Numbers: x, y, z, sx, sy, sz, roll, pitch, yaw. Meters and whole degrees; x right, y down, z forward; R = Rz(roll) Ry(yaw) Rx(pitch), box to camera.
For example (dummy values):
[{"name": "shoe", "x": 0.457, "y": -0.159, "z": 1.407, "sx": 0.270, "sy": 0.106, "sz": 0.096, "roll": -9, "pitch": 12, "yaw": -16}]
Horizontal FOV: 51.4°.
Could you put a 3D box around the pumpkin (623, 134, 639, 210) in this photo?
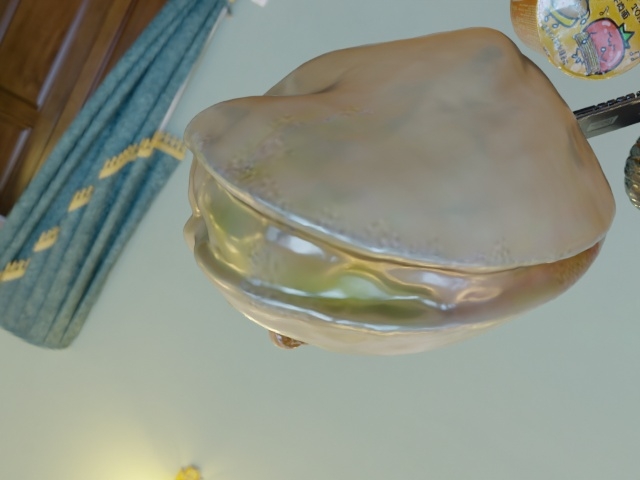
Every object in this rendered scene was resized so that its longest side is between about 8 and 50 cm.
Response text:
[{"name": "pumpkin", "x": 0.634, "y": -0.131, "z": 1.189, "sx": 0.150, "sy": 0.194, "sz": 0.194, "roll": 6, "pitch": 170, "yaw": 42}]

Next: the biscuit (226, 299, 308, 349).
[{"name": "biscuit", "x": 0.000, "y": 0.000, "z": 1.016, "sx": 0.202, "sy": 0.333, "sz": 0.047, "roll": 42, "pitch": 170, "yaw": -27}]

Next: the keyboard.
[{"name": "keyboard", "x": 0.468, "y": -0.204, "z": 1.120, "sx": 0.106, "sy": 0.317, "sz": 0.027, "roll": 83, "pitch": 168, "yaw": -70}]

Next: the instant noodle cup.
[{"name": "instant noodle cup", "x": 0.413, "y": -0.375, "z": 1.062, "sx": 0.216, "sy": 0.215, "sz": 0.172, "roll": 26, "pitch": -165, "yaw": -16}]

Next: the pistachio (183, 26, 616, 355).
[{"name": "pistachio", "x": 0.077, "y": -0.056, "z": 0.628, "sx": 0.446, "sy": 0.281, "sz": 0.365, "roll": -18, "pitch": -142, "yaw": -40}]
